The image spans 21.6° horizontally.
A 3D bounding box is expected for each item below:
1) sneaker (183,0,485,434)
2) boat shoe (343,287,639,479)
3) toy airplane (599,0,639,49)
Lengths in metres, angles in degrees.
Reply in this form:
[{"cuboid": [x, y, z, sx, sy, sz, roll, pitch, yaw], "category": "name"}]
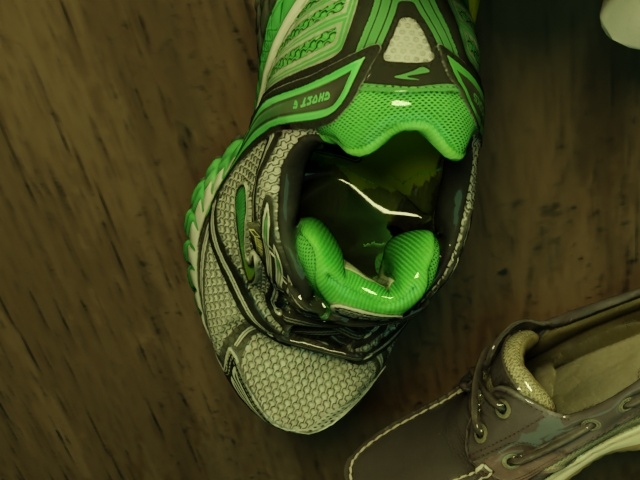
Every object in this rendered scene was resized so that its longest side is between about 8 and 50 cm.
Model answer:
[{"cuboid": [0.000, 0.000, 0.844, 0.134, 0.146, 0.343, 3, 141, -6], "category": "sneaker"}, {"cuboid": [0.132, 0.093, 1.005, 0.285, 0.103, 0.092, -23, 132, 18], "category": "boat shoe"}, {"cuboid": [0.319, -0.092, 0.698, 0.386, 0.272, 0.384, 16, 143, 39], "category": "toy airplane"}]
